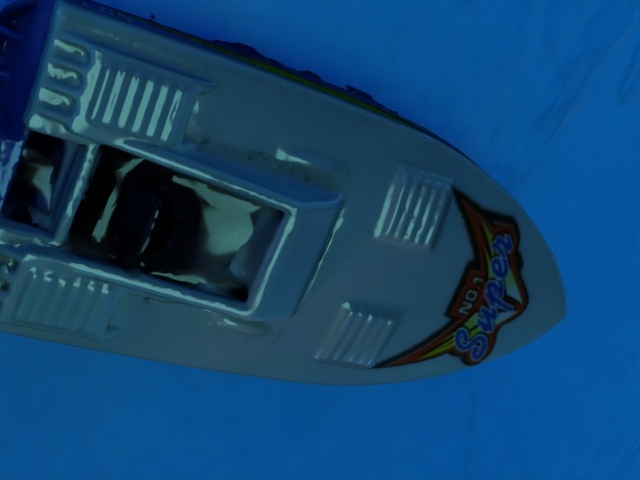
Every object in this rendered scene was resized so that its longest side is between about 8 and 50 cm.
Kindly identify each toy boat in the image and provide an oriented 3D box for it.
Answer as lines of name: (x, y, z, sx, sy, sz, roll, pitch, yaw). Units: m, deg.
toy boat: (0.000, 0.000, 0.435, 0.295, 0.088, 0.129, 16, 105, -32)
